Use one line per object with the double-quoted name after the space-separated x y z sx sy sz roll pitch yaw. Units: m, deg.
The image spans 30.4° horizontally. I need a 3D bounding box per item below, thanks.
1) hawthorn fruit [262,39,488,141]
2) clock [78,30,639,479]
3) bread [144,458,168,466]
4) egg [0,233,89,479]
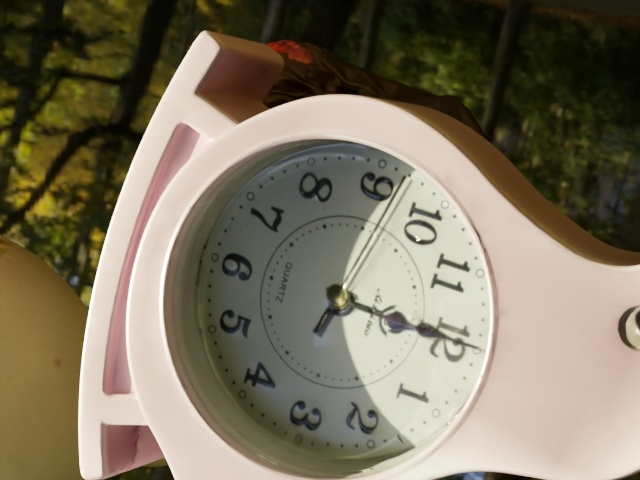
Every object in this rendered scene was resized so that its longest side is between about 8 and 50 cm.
0.000 0.000 0.769 0.230 0.210 0.266 9 147 -2 "hawthorn fruit"
0.019 0.080 0.548 0.275 0.290 0.080 22 -170 18 "clock"
-0.148 0.117 1.209 0.102 0.245 0.094 13 -154 -22 "bread"
-0.313 0.124 0.949 0.283 0.283 0.345 22 176 41 "egg"
